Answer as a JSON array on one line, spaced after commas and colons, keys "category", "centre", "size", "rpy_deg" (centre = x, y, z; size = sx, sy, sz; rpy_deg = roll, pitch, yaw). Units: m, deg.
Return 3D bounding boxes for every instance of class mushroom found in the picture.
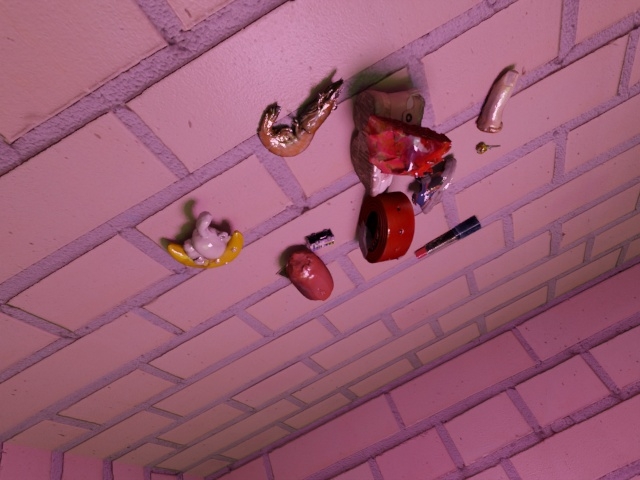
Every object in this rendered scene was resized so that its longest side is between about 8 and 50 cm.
[{"category": "mushroom", "centre": [0.586, -0.452, 1.419], "size": [0.071, 0.084, 0.209], "rpy_deg": [-26, 143, -32]}]

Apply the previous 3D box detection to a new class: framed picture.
[{"category": "framed picture", "centre": [-0.130, 0.131, 1.751], "size": [0.066, 0.007, 0.089], "rpy_deg": [-40, 138, 19]}]

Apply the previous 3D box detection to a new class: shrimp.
[{"category": "shrimp", "centre": [-0.060, -0.355, 1.213], "size": [0.169, 0.058, 0.296], "rpy_deg": [16, 129, -36]}]

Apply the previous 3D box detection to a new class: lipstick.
[{"category": "lipstick", "centre": [0.563, -0.005, 1.927], "size": [0.312, 0.051, 0.051], "rpy_deg": [-30, 142, 10]}]

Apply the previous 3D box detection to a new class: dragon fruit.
[{"category": "dragon fruit", "centre": [0.242, -0.229, 1.187], "size": [0.273, 0.126, 0.161], "rpy_deg": [11, 122, -17]}]

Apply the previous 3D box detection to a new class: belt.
[{"category": "belt", "centre": [0.231, -0.043, 1.575], "size": [0.115, 0.227, 0.324], "rpy_deg": [-8, 150, -16]}]

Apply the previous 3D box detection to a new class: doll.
[{"category": "doll", "centre": [-0.369, 0.013, 1.420], "size": [0.237, 0.111, 0.252], "rpy_deg": [-24, 145, 24]}]

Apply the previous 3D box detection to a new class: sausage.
[{"category": "sausage", "centre": [-0.039, 0.140, 1.695], "size": [0.152, 0.152, 0.280], "rpy_deg": [-28, 142, 4]}]

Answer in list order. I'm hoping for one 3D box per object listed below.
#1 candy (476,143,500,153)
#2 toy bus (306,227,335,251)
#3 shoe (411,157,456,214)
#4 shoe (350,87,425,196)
[{"category": "candy", "centre": [0.626, -0.343, 1.600], "size": [0.122, 0.035, 0.035], "rpy_deg": [-12, 172, -28]}, {"category": "toy bus", "centre": [0.000, 0.000, 1.638], "size": [0.102, 0.052, 0.058], "rpy_deg": [-20, 140, -9]}, {"category": "shoe", "centre": [0.408, -0.216, 1.592], "size": [0.228, 0.125, 0.099], "rpy_deg": [-61, 170, 6]}, {"category": "shoe", "centre": [0.215, -0.295, 1.324], "size": [0.198, 0.172, 0.351], "rpy_deg": [-14, 139, -13]}]
